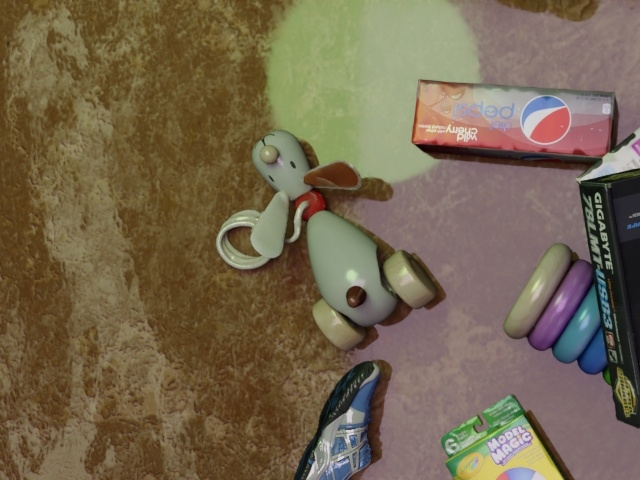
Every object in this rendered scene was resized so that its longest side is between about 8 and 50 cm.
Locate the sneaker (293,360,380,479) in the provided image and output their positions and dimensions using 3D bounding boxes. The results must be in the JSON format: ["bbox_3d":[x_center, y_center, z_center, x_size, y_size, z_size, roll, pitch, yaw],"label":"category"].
[{"bbox_3d":[0.037,0.266,1.704,0.081,0.080,0.211,25,94,-6],"label":"sneaker"}]

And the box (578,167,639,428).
[{"bbox_3d":[0.467,0.045,1.468,0.295,0.073,0.294,-13,97,-18],"label":"box"}]

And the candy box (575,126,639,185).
[{"bbox_3d":[0.439,-0.114,1.566,0.233,0.159,0.071,-40,75,9],"label":"candy box"}]

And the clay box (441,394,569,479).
[{"bbox_3d":[0.261,0.330,1.641,0.127,0.053,0.222,-34,79,10],"label":"clay box"}]

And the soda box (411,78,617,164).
[{"bbox_3d":[0.259,-0.156,1.657,0.263,0.083,0.092,6,87,16],"label":"soda box"}]

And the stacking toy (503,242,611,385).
[{"bbox_3d":[0.406,0.140,1.582,0.330,0.141,0.141,31,95,9],"label":"stacking toy"}]

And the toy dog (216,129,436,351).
[{"bbox_3d":[0.000,0.000,1.677,0.333,0.161,0.220,35,95,15],"label":"toy dog"}]
